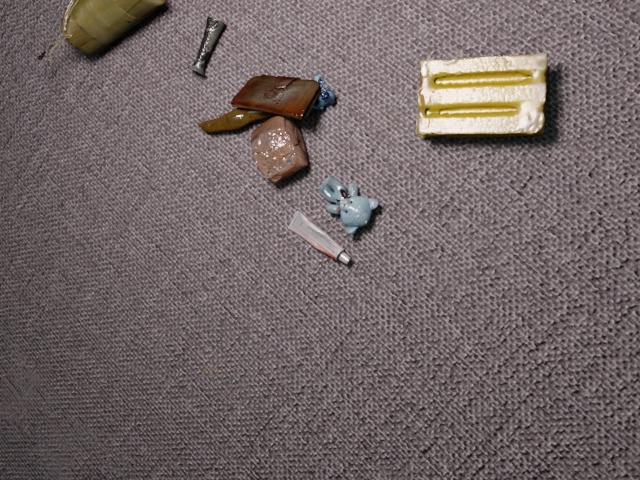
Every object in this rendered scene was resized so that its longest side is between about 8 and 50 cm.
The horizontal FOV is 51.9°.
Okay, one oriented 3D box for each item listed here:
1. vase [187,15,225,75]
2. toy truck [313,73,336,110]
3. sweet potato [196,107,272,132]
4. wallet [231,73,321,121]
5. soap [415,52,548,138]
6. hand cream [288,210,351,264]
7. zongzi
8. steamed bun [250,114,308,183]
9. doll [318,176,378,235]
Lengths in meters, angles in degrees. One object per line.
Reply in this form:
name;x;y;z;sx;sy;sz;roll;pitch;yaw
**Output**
vase;-0.340;-0.578;1.960;0.059;0.059;0.167;27;99;20
toy truck;-0.001;-0.412;1.828;0.073;0.056;0.090;-26;68;23
sweet potato;-0.248;-0.353;1.918;0.273;0.067;0.067;-9;86;23
wallet;-0.122;-0.407;1.838;0.255;0.031;0.137;16;66;31
soap;0.402;-0.355;1.646;0.315;0.091;0.199;2;90;21
hand cream;-0.001;0.001;1.831;0.216;0.038;0.052;38;78;24
zongzi;-0.706;-0.772;2.066;0.447;0.181;0.418;-27;64;22
steamed bun;-0.122;-0.257;1.842;0.144;0.106;0.175;-24;83;19
doll;0.064;-0.106;1.781;0.180;0.075;0.120;43;100;16
